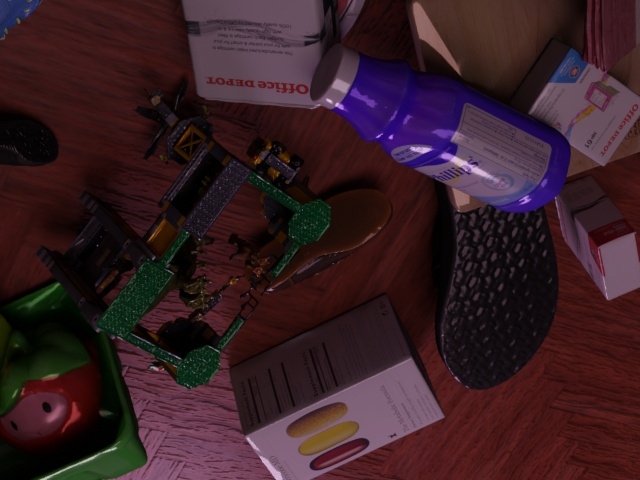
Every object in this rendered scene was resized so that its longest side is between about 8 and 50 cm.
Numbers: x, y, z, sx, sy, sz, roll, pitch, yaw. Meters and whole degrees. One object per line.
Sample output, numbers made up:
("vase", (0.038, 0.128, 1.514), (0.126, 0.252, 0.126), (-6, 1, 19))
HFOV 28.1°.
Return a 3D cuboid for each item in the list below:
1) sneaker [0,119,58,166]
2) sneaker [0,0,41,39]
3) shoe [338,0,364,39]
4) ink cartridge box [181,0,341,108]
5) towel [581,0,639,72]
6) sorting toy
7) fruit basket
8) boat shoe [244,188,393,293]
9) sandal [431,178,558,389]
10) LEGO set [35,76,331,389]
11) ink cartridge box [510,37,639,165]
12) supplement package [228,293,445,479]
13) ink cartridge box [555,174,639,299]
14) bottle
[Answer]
("sneaker", (-0.384, -0.106, 1.425), (0.089, 0.051, 0.170), (-11, 171, 38))
("sneaker", (-0.348, -0.225, 1.319), (0.126, 0.091, 0.240), (2, 126, -18))
("shoe", (0.016, -0.298, 1.387), (0.081, 0.063, 0.178), (19, 117, -22))
("ink cartridge box", (-0.063, -0.252, 1.346), (0.153, 0.087, 0.208), (7, 131, 14))
("towel", (0.379, -0.357, 1.355), (0.329, 0.037, 0.237), (-39, 138, -27))
("sorting toy", (0.233, -0.198, 1.464), (0.255, 0.089, 0.257), (-19, 115, -8))
("fruit basket", (-0.424, 0.179, 1.522), (0.392, 0.283, 0.392), (-15, 147, -10))
("boat shoe", (0.000, 0.000, 1.614), (0.207, 0.073, 0.073), (-27, 167, 10))
("sandal", (0.212, -0.017, 1.646), (0.167, 0.107, 0.446), (-11, 116, -11))
("LEGO set", (-0.170, -0.010, 1.507), (0.255, 0.192, 0.331), (22, 104, -46))
("ink cartridge box", (0.287, -0.152, 1.418), (0.122, 0.052, 0.088), (29, 100, -25))
("supplement package", (0.020, 0.207, 1.732), (0.244, 0.134, 0.139), (-26, 129, 5))
("ink cartridge box", (0.362, -0.006, 1.663), (0.056, 0.135, 0.099), (-23, 130, -2))
("bottle", (0.125, -0.119, 1.348), (0.283, 0.092, 0.118), (23, 159, -23))
